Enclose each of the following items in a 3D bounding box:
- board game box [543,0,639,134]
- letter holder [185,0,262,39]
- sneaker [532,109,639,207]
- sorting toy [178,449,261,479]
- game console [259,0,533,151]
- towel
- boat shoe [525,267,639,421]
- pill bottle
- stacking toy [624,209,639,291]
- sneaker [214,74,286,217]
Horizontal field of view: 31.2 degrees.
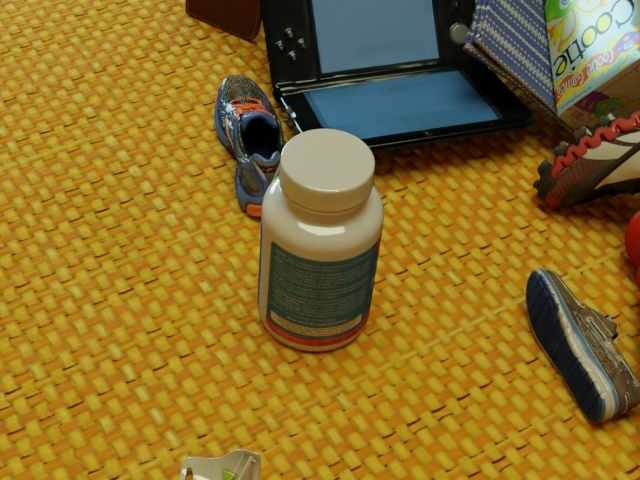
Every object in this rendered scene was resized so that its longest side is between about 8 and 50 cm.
[{"bbox_3d":[0.385,-0.264,1.453,0.142,0.144,0.275,26,48,-29],"label":"board game box"},{"bbox_3d":[-0.050,-0.417,1.503,0.214,0.302,0.152,28,50,19],"label":"letter holder"},{"bbox_3d":[0.379,-0.091,1.314,0.097,0.276,0.135,4,60,-62],"label":"sneaker"},{"bbox_3d":[-0.104,0.232,1.063,0.075,0.045,0.083,14,47,17],"label":"sorting toy"},{"bbox_3d":[0.092,-0.244,1.436,0.293,0.250,0.173,-10,5,-15],"label":"game console"},{"bbox_3d":[0.298,-0.283,1.523,0.243,0.040,0.336,36,44,-20],"label":"towel"},{"bbox_3d":[0.277,0.106,1.208,0.066,0.066,0.183,-9,58,-20],"label":"boat shoe"},{"bbox_3d":[0.000,0.000,1.166,0.124,0.221,0.124,3,47,-3],"label":"pill bottle"},{"bbox_3d":[0.395,0.078,1.202,0.141,0.141,0.330,4,42,-2],"label":"stacking toy"},{"bbox_3d":[-0.075,-0.131,1.377,0.083,0.087,0.221,-9,48,-15],"label":"sneaker"}]
